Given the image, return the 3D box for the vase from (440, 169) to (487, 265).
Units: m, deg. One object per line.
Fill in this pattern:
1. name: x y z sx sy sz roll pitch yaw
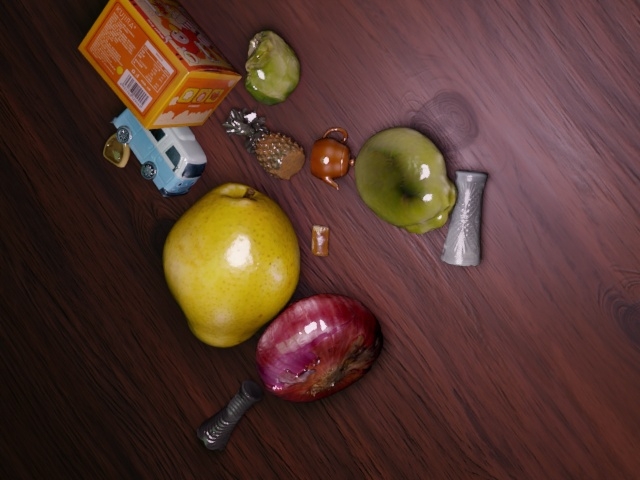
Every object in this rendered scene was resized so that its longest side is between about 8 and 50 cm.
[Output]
1. vase: 0.346 -0.056 1.366 0.096 0.096 0.219 9 103 21

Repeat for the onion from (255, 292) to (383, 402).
1. onion: -0.018 0.255 1.496 0.347 0.348 0.285 -58 44 23

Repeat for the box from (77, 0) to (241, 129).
1. box: -0.407 -0.467 1.492 0.214 0.259 0.283 -42 85 26

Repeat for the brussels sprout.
1. brussels sprout: -0.125 -0.429 1.449 0.131 0.145 0.183 -24 49 49

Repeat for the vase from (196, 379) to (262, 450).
1. vase: -0.272 0.534 1.770 0.115 0.115 0.237 43 111 8

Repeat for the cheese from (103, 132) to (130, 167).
1. cheese: -0.601 -0.306 1.736 0.086 0.036 0.162 36 114 10

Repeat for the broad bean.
1. broad bean: 0.200 -0.144 1.366 0.291 0.119 0.238 39 127 32

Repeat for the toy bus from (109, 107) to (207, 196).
1. toy bus: -0.442 -0.273 1.625 0.165 0.133 0.271 -38 84 22

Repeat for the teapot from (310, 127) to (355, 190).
1. teapot: 0.036 -0.209 1.454 0.116 0.116 0.173 3 71 23

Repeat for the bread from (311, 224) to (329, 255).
1. bread: 0.000 0.000 1.556 0.047 0.036 0.083 6 104 13

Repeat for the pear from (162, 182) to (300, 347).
1. pear: -0.231 0.061 1.501 0.362 0.362 0.418 15 110 19

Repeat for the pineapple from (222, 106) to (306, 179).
1. pineapple: -0.156 -0.269 1.528 0.251 0.125 0.125 39 115 21
